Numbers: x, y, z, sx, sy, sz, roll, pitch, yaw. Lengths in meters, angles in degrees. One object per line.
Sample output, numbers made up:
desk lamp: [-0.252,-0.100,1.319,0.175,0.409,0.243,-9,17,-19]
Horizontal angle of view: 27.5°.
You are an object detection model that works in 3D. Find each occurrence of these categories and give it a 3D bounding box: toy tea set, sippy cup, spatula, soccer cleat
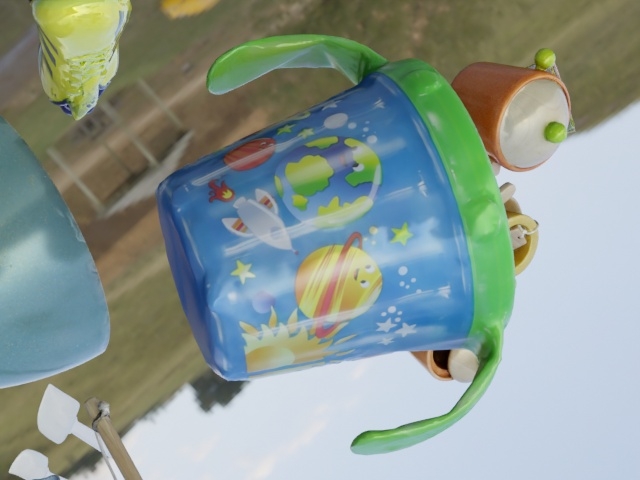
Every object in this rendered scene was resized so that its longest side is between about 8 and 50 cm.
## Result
toy tea set: [0.153,-0.015,1.230,0.200,0.336,0.124,-28,-145,-25]
sippy cup: [0.000,0.000,1.010,0.224,0.240,0.305,-19,-144,-13]
spatula: [-0.275,0.253,1.350,0.242,0.019,0.168,65,43,-67]
soccer cleat: [-0.234,-0.183,1.293,0.093,0.121,0.289,-3,180,-11]

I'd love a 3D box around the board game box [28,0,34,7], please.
board game box: [-0.269,-0.352,1.364,0.060,0.194,0.194,-27,-178,-42]

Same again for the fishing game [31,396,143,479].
fishing game: [-0.121,0.210,0.637,0.041,0.189,0.264,-13,153,-39]

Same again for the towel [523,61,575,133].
towel: [0.228,-0.145,1.370,0.060,0.083,0.009,-17,-175,32]

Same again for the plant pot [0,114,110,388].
plant pot: [-0.365,0.031,1.256,0.195,0.290,0.290,-31,-176,-28]
